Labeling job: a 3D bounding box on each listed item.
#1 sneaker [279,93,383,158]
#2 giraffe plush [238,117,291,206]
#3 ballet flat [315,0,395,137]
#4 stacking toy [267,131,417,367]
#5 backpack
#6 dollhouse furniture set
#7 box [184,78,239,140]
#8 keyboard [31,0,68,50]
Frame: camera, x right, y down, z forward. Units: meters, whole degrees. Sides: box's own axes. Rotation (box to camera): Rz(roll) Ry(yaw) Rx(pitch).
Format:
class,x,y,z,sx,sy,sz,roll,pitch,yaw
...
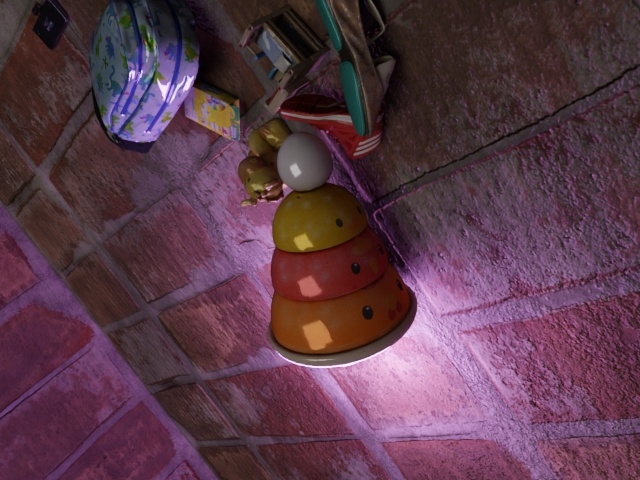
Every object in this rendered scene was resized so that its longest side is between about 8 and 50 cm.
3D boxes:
class,x,y,z,sx,sy,sz,roll,pitch,yaw
sneaker,0.023,-0.228,1.380,0.221,0.087,0.128,11,134,19
giraffe plush,-0.121,-0.156,1.537,0.210,0.170,0.181,34,140,17
ballet flat,0.079,-0.352,1.225,0.107,0.106,0.316,-131,21,-68
stacking toy,0.000,0.000,1.433,0.350,0.350,0.480,6,122,41
backpack,-0.417,-0.413,1.548,0.355,0.273,0.290,-23,71,37
dollhouse furniture set,-0.100,-0.361,1.373,0.129,0.129,0.183,48,142,1
box,-0.261,-0.325,1.632,0.179,0.043,0.105,31,139,24
keyboard,-0.778,-0.629,1.884,0.108,0.023,0.180,49,142,-12
